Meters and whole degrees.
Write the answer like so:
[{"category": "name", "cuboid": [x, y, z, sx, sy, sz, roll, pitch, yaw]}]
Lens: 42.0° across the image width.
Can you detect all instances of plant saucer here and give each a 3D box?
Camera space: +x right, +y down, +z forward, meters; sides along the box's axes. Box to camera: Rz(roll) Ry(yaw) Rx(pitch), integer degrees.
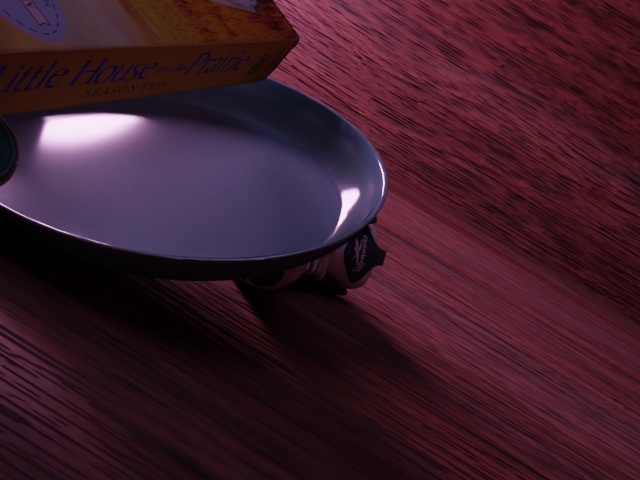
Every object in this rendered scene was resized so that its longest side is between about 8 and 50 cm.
[{"category": "plant saucer", "cuboid": [-0.109, -0.061, 0.606, 0.318, 0.043, 0.317, 11, 30, -6]}]

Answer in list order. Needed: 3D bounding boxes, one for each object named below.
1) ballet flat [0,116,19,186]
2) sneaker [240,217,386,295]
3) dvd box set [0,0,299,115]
[{"category": "ballet flat", "cuboid": [-0.269, -0.077, 0.448, 0.206, 0.073, 0.067, 26, -26, -30]}, {"category": "sneaker", "cuboid": [0.000, 0.000, 0.742, 0.153, 0.094, 0.235, 19, 4, -16]}, {"category": "dvd box set", "cuboid": [-0.217, -0.221, 0.534, 0.307, 0.062, 0.420, 53, 30, 7]}]
